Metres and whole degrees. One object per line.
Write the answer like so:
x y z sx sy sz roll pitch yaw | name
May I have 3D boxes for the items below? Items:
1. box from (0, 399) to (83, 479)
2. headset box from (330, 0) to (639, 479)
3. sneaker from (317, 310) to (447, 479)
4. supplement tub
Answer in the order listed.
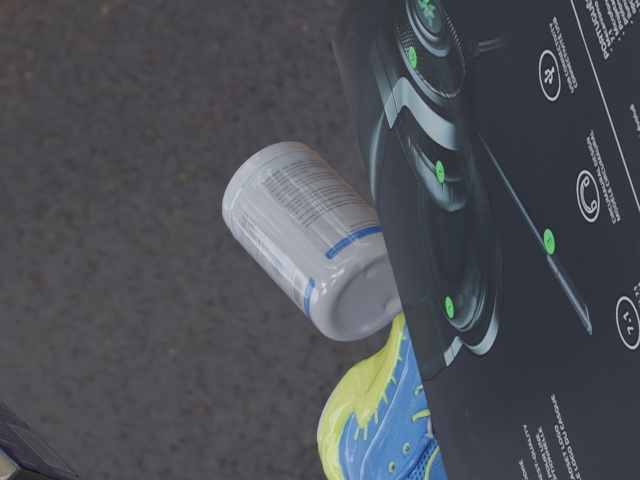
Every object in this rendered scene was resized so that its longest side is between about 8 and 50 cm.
-0.201 0.038 0.803 0.225 0.136 0.036 44 85 12 | box
0.112 -0.014 0.509 0.283 0.131 0.246 116 142 -64 | headset box
0.081 0.078 1.061 0.240 0.091 0.126 -66 30 30 | sneaker
0.000 0.000 1.047 0.107 0.071 0.071 47 112 38 | supplement tub
